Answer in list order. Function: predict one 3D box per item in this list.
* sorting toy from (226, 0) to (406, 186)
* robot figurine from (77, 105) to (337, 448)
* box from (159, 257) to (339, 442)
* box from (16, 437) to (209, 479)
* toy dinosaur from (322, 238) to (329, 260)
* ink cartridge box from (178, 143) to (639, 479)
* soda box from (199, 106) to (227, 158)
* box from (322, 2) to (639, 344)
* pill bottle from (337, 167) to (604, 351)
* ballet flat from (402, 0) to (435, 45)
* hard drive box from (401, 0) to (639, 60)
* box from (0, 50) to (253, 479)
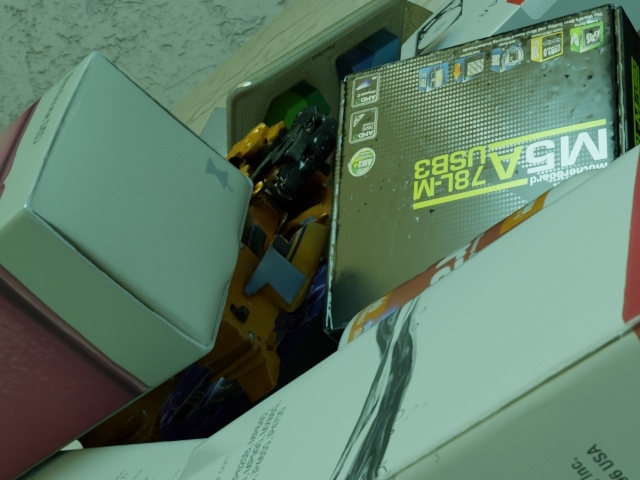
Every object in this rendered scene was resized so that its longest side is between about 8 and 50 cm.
[{"bbox_3d":[-0.029,-0.064,1.168,0.307,0.041,0.229,-37,-30,-34],"label":"sorting toy"},{"bbox_3d":[-0.068,0.021,0.938,0.211,0.085,0.291,-36,16,28],"label":"robot figurine"},{"bbox_3d":[-0.052,0.127,0.975,0.261,0.103,0.184,-27,20,50],"label":"box"},{"bbox_3d":[-0.121,0.238,0.719,0.215,0.168,0.345,-53,17,-25],"label":"box"},{"bbox_3d":[0.000,0.000,1.269,0.183,0.053,0.092,-33,18,40],"label":"toy dinosaur"},{"bbox_3d":[0.097,0.101,0.431,0.273,0.197,0.114,-37,15,29],"label":"ink cartridge box"},{"bbox_3d":[-0.112,0.021,1.297,0.286,0.091,0.098,-62,25,-8],"label":"soda box"},{"bbox_3d":[0.097,-0.035,0.832,0.191,0.045,0.184,-11,56,28],"label":"box"},{"bbox_3d":[0.120,0.041,0.687,0.216,0.121,0.121,-35,17,34],"label":"pill bottle"},{"bbox_3d":[0.006,-0.116,1.427,0.342,0.124,0.116,-48,15,-9],"label":"ballet flat"},{"bbox_3d":[0.171,-0.179,1.216,0.181,0.089,0.232,-45,15,3],"label":"hard drive box"},{"bbox_3d":[-0.169,0.030,0.797,0.232,0.127,0.148,-35,27,31],"label":"box"}]
